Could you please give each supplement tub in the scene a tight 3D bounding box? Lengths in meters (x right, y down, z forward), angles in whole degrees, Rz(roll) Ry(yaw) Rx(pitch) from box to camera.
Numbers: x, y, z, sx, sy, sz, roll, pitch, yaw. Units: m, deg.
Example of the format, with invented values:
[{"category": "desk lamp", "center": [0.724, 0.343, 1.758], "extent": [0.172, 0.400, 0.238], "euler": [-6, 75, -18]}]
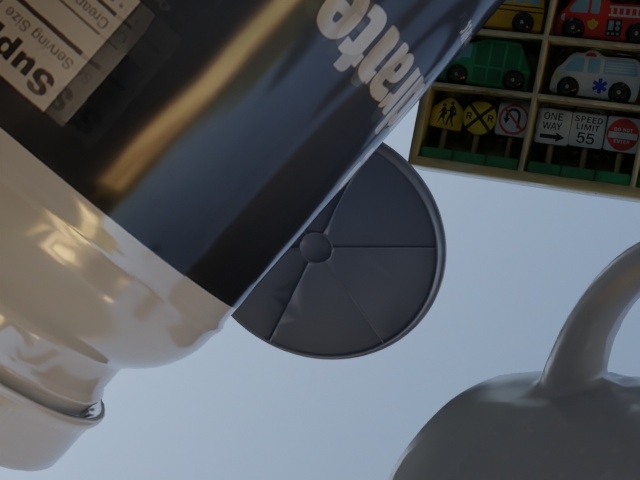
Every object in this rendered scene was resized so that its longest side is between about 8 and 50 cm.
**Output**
[{"category": "supplement tub", "center": [-0.061, -0.082, 0.413], "extent": [0.272, 0.191, 0.191], "euler": [-49, -125, -2]}]

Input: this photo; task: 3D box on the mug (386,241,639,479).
[{"category": "mug", "center": [0.202, 0.172, 0.652], "extent": [0.328, 0.374, 0.276], "euler": [26, -153, 36]}]

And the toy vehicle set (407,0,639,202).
[{"category": "toy vehicle set", "center": [0.211, -0.118, 0.965], "extent": [0.266, 0.035, 0.166], "euler": [9, -92, 20]}]

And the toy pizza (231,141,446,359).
[{"category": "toy pizza", "center": [0.000, 0.000, 0.992], "extent": [0.201, 0.201, 0.032], "euler": [-5, -159, 16]}]
